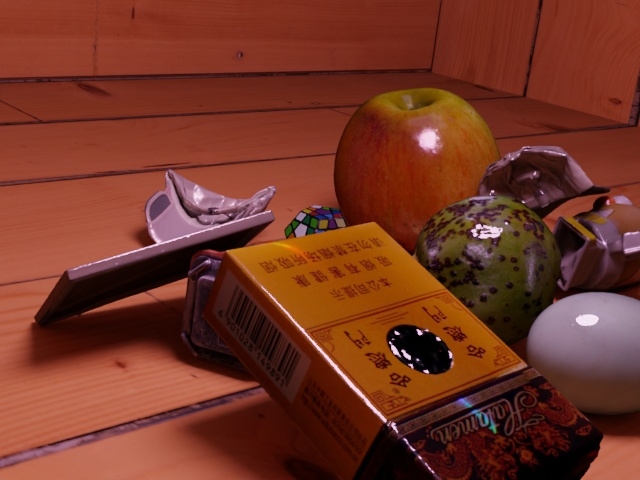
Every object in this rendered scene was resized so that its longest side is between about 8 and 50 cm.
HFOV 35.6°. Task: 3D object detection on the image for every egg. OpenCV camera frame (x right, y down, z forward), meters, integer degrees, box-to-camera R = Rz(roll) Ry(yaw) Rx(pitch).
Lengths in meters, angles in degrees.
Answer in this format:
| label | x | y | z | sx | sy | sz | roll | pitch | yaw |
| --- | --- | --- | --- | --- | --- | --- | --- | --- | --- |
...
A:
| label | x | y | z | sx | sy | sz | roll | pitch | yaw |
| --- | --- | --- | --- | --- | --- | --- | --- | --- | --- |
| egg | 0.395 | 0.156 | 1.371 | 0.231 | 0.168 | 0.168 | 7 | 18 | -15 |

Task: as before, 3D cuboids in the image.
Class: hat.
| label | x | y | z | sx | sy | sz | roll | pitch | yaw |
| --- | --- | --- | --- | --- | --- | --- | --- | --- | --- |
| hat | 0.415 | -0.109 | 1.878 | 0.214 | 0.149 | 0.245 | -25 | 0 | 27 |
| hat | -0.209 | -0.031 | 1.878 | 0.220 | 0.164 | 0.226 | 11 | 58 | 13 |

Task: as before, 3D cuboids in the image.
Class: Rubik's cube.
| label | x | y | z | sx | sy | sz | roll | pitch | yaw |
| --- | --- | --- | --- | --- | --- | --- | --- | --- | --- |
| Rubik's cube | 0.000 | 0.000 | 1.789 | 0.133 | 0.133 | 0.112 | 10 | 44 | 10 |

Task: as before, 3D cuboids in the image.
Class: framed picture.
| label | x | y | z | sx | sy | sz | roll | pitch | yaw |
| --- | --- | --- | --- | --- | --- | --- | --- | --- | --- |
| framed picture | -0.241 | 0.041 | 1.435 | 0.315 | 0.024 | 0.232 | -19 | -10 | -32 |

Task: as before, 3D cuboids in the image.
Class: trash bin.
| label | x | y | z | sx | sy | sz | roll | pitch | yaw |
| --- | --- | --- | --- | --- | --- | --- | --- | --- | --- |
| trash bin | -0.069 | 0.086 | 1.443 | 0.184 | 0.161 | 0.239 | 14 | 16 | 20 |

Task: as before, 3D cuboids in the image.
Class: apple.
| label | x | y | z | sx | sy | sz | roll | pitch | yaw |
| --- | --- | --- | --- | --- | --- | --- | --- | --- | --- |
| apple | 0.197 | -0.140 | 1.983 | 0.340 | 0.339 | 0.339 | 6 | 18 | -2 |

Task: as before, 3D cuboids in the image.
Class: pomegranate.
| label | x | y | z | sx | sy | sz | roll | pitch | yaw |
| --- | --- | --- | --- | --- | --- | --- | --- | --- | --- |
| pomegranate | 0.237 | 0.050 | 1.536 | 0.271 | 0.254 | 0.254 | -6 | 18 | 3 |

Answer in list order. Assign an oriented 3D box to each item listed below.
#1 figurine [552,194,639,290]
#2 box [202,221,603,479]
| label | x | y | z | sx | sy | sz | roll | pitch | yaw |
| --- | --- | --- | --- | --- | --- | --- | --- | --- | --- |
| figurine | 0.513 | 0.007 | 1.858 | 0.285 | 0.167 | 0.342 | -8 | 19 | -31 |
| box | 0.089 | 0.157 | 1.152 | 0.264 | 0.115 | 0.415 | -10 | 44 | -43 |
